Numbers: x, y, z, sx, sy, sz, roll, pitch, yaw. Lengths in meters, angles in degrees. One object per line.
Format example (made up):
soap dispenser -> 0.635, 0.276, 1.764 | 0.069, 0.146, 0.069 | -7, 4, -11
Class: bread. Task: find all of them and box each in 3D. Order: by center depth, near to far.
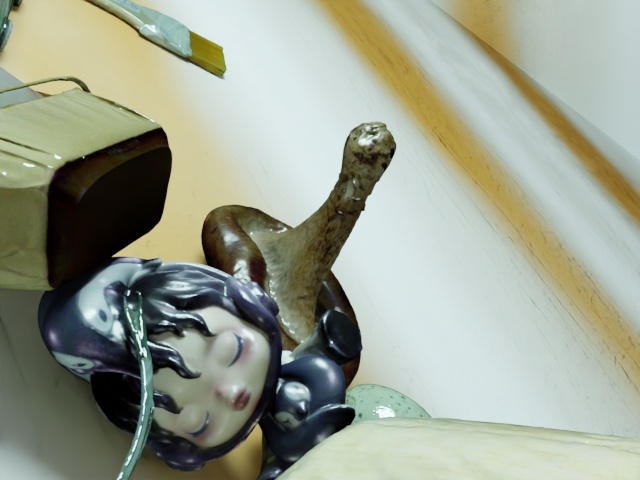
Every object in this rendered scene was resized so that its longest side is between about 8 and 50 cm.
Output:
bread -> -0.228, -0.053, 0.564 | 0.211, 0.143, 0.224 | 15, 20, 10

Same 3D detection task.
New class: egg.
egg -> 0.055, 0.168, 0.677 | 0.110, 0.085, 0.085 | 50, 30, 14

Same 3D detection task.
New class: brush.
brush -> -0.269, -0.308, 1.052 | 0.336, 0.020, 0.085 | 24, 32, -26

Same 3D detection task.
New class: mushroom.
mushroom -> 0.000, 0.000, 0.715 | 0.148, 0.217, 0.227 | 11, 39, -42

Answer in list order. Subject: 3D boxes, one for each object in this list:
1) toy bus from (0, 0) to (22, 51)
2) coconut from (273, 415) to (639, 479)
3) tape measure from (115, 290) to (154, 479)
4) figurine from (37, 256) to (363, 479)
toy bus -> -0.342, -0.276, 0.837 | 0.091, 0.109, 0.262 | 18, 33, -24
coconut -> 0.100, 0.225, 0.384 | 0.328, 0.329, 0.329 | 29, 30, -18
tape measure -> -0.180, 0.117, 0.379 | 0.164, 0.084, 0.330 | 33, 52, -13
figurine -> -0.089, 0.079, 0.587 | 0.222, 0.145, 0.145 | 26, 31, -22
